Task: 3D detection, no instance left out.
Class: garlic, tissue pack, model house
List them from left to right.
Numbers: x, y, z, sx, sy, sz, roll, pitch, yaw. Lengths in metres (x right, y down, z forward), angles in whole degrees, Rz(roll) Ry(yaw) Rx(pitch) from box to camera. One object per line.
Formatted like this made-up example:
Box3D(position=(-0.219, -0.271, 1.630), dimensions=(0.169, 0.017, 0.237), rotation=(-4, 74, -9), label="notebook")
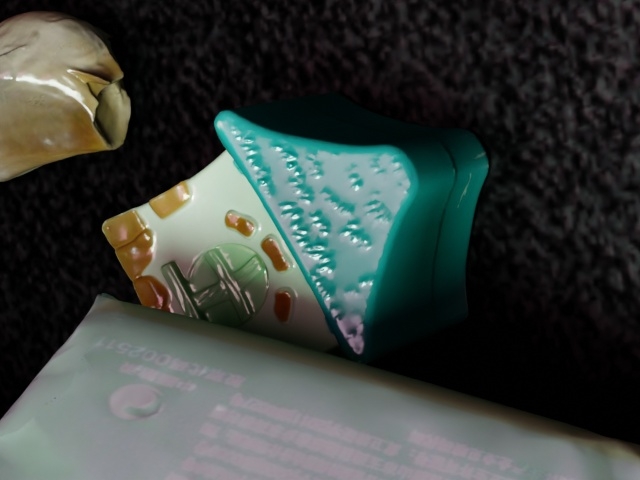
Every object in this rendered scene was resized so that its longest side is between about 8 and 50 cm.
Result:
Box3D(position=(-0.164, -0.068, 0.906), dimensions=(0.152, 0.066, 0.084), rotation=(-17, 91, 32), label="garlic")
Box3D(position=(0.000, 0.000, 0.797), dimensions=(0.149, 0.100, 0.127), rotation=(-36, 80, 30), label="model house")
Box3D(position=(0.033, 0.221, 0.618), dimensions=(0.405, 0.332, 0.205), rotation=(17, 133, 17), label="tissue pack")
